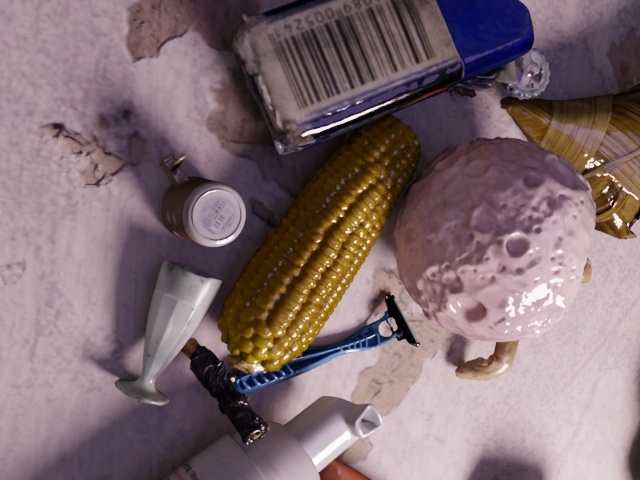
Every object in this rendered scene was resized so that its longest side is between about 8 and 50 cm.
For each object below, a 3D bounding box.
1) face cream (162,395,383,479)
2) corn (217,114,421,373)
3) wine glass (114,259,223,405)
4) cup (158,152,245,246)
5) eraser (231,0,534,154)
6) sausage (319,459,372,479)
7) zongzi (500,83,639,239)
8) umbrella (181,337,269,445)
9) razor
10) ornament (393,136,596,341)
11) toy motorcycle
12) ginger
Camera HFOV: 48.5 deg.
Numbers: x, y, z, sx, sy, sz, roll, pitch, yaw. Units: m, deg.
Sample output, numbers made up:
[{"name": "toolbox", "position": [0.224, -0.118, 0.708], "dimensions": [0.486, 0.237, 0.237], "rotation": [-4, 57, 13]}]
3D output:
[{"name": "face cream", "position": [-0.093, 0.303, 0.831], "dimensions": [0.370, 0.145, 0.145], "rotation": [-33, 112, -20]}, {"name": "corn", "position": [0.000, 0.000, 0.853], "dimensions": [0.120, 0.120, 0.363], "rotation": [40, 74, -27]}, {"name": "wine glass", "position": [-0.172, 0.103, 0.804], "dimensions": [0.073, 0.073, 0.155], "rotation": [22, 90, -29]}, {"name": "cup", "position": [-0.130, -0.047, 0.783], "dimensions": [0.074, 0.099, 0.102], "rotation": [-8, 101, -28]}, {"name": "eraser", "position": [0.071, -0.227, 0.820], "dimensions": [0.332, 0.101, 0.155], "rotation": [-24, 92, -11]}, {"name": "sausage", "position": [0.068, 0.383, 0.947], "dimensions": [0.259, 0.113, 0.113], "rotation": [41, 78, -28]}, {"name": "zongzi", "position": [0.423, -0.190, 1.036], "dimensions": [0.288, 0.134, 0.286], "rotation": [42, 84, -19]}, {"name": "umbrella", "position": [-0.112, 0.169, 0.817], "dimensions": [0.040, 0.144, 0.037], "rotation": [-42, 159, -1]}, {"name": "razor", "position": [0.005, 0.145, 0.918], "dimensions": [0.253, 0.042, 0.082], "rotation": [-17, 63, -24]}, {"name": "ornament", "position": [0.209, -0.006, 0.889], "dimensions": [0.225, 0.259, 0.259], "rotation": [15, 91, 10]}, {"name": "toy motorcycle", "position": [0.198, -0.258, 0.938], "dimensions": [0.229, 0.094, 0.129], "rotation": [2, 92, -15]}, {"name": "ginger", "position": [0.312, 0.116, 1.066], "dimensions": [0.288, 0.075, 0.089], "rotation": [-44, 120, -20]}]
